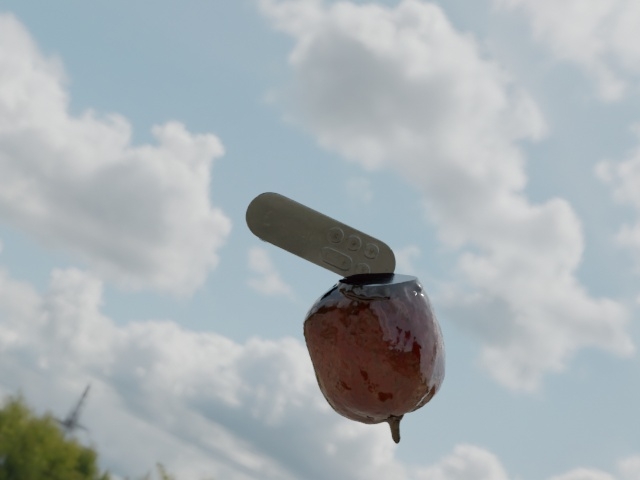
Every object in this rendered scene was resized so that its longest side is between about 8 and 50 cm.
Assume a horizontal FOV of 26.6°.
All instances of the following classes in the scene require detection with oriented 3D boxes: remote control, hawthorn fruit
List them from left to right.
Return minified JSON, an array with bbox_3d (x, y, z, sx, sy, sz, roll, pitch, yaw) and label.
[{"bbox_3d":[0.000,0.000,2.069,0.245,0.077,0.022,25,-6,-3],"label":"remote control"},{"bbox_3d":[0.085,0.163,1.921,0.215,0.250,0.215,-18,-13,-4],"label":"hawthorn fruit"}]
